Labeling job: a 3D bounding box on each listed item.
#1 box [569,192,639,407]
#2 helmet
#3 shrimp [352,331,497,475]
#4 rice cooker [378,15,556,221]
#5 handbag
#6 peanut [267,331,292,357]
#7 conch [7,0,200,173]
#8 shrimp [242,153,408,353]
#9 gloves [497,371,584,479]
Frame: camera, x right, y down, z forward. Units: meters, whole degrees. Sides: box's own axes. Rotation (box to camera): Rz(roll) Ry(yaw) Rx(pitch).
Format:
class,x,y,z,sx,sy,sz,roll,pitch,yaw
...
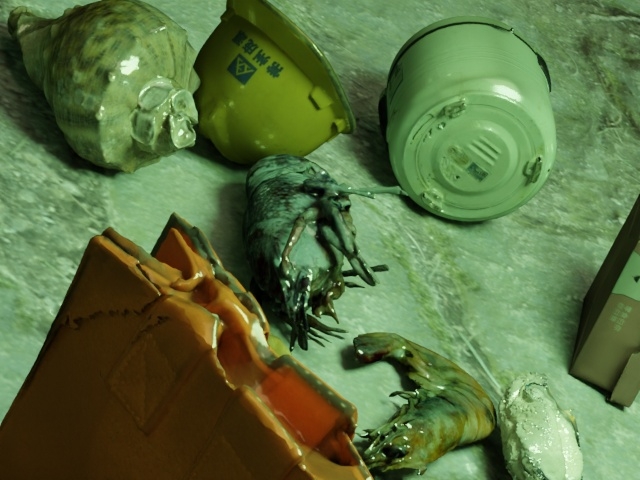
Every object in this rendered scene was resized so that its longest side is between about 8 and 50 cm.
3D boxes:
class,x,y,z,sx,sy,sz,roll,pitch,yaw
box,0.385,0.055,2.152,0.086,0.215,0.215,23,29,2
helmet,-0.076,-0.160,2.040,0.205,0.140,0.257,42,-8,14
shrimp,0.079,0.161,1.834,0.169,0.058,0.296,39,23,19
rice cooker,0.187,-0.155,2.268,0.226,0.226,0.244,25,31,-18
handbag,-0.072,0.215,1.328,0.116,0.303,0.410,-12,53,-47
peanut,-0.075,0.152,1.651,0.099,0.099,0.214,33,23,-3
conch,-0.216,-0.191,1.941,0.210,0.159,0.291,-6,47,-49
shrimp,-0.001,-0.001,1.871,0.137,0.172,0.372,26,22,-28
gloves,0.231,0.220,1.878,0.114,0.070,0.153,52,22,-32
